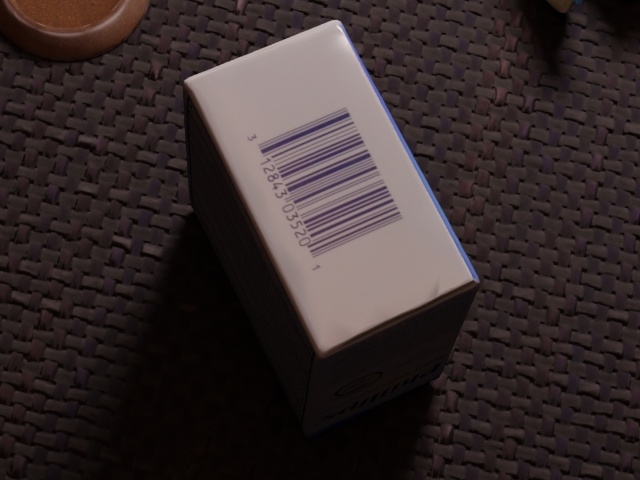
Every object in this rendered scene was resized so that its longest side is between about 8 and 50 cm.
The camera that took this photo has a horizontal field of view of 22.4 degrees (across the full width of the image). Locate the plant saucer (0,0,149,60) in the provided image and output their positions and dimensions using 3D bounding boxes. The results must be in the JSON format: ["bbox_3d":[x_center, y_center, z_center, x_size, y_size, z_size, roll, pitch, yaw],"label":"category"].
[{"bbox_3d":[-0.257,-0.264,1.643,0.168,0.029,0.168,1,68,-4],"label":"plant saucer"}]

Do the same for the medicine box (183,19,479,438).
[{"bbox_3d":[0.000,0.000,1.422,0.149,0.289,0.263,-24,73,-11],"label":"medicine box"}]

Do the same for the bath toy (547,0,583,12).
[{"bbox_3d":[0.374,-0.362,1.672,0.348,0.129,0.151,-31,112,-10],"label":"bath toy"}]
